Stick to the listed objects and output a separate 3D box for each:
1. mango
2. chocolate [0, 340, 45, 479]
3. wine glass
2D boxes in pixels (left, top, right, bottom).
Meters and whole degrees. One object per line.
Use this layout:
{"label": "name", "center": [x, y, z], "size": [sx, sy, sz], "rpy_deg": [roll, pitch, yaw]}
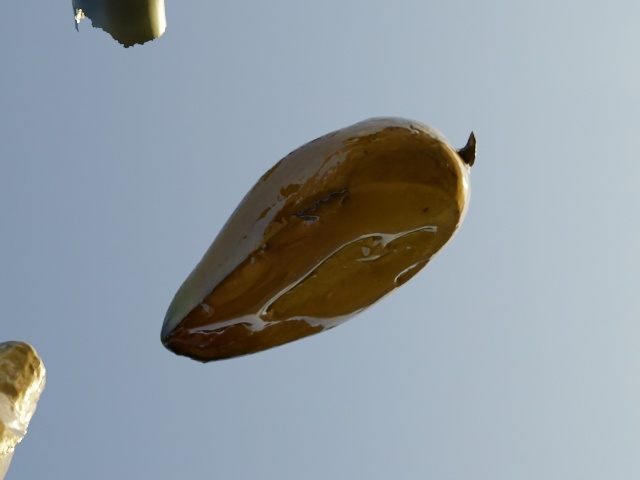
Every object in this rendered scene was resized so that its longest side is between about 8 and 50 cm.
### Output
{"label": "mango", "center": [0.000, 0.000, 0.873], "size": [0.187, 0.066, 0.101], "rpy_deg": [-38, -42, 6]}
{"label": "chocolate", "center": [-0.210, 0.123, 0.927], "size": [0.086, 0.085, 0.219], "rpy_deg": [66, -153, -23]}
{"label": "wine glass", "center": [-0.151, -0.236, 1.243], "size": [0.079, 0.079, 0.196], "rpy_deg": [-36, -42, -37]}
